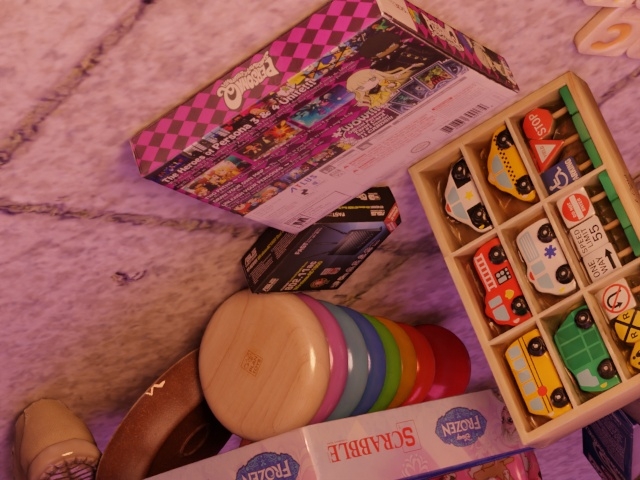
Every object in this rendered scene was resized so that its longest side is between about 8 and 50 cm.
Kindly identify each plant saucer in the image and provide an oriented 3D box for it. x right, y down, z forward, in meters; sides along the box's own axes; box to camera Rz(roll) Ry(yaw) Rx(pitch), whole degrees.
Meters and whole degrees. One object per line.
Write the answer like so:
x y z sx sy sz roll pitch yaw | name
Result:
-0.129 0.180 1.869 0.198 0.036 0.199 -42 157 -23 | plant saucer

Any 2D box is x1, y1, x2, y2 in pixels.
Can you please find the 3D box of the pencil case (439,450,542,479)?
0.061 0.304 2.216 0.386 0.160 0.167 -18 165 -1 | pencil case

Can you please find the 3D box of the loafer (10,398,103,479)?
-0.252 0.236 1.927 0.101 0.092 0.268 -11 151 -17 | loafer

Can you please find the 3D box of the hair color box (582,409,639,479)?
0.391 0.182 2.244 0.174 0.105 0.347 -33 155 -7 | hair color box

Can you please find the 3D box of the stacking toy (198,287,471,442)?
0.037 0.116 1.880 0.141 0.141 0.330 -36 158 30 | stacking toy

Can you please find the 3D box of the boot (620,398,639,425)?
0.321 0.120 1.883 0.118 0.338 0.223 -63 159 -9 | boot

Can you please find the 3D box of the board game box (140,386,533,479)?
-0.011 0.210 1.764 0.318 0.066 0.318 -23 169 42 | board game box

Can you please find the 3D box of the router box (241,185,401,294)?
0.000 0.000 1.700 0.092 0.038 0.122 -2 149 -33 | router box

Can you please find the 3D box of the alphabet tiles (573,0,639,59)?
0.335 -0.220 1.526 0.284 0.021 0.278 0 149 -38 | alphabet tiles

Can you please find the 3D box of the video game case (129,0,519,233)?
0.006 -0.095 1.507 0.232 0.042 0.210 -32 153 24 | video game case

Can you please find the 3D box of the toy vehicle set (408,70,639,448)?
0.191 0.015 1.603 0.166 0.267 0.035 -32 153 22 | toy vehicle set

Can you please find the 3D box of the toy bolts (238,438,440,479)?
0.046 0.252 2.058 0.228 0.218 0.158 -26 169 -4 | toy bolts

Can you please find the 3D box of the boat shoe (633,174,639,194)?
0.435 -0.051 1.811 0.355 0.130 0.132 -33 152 27 | boat shoe
